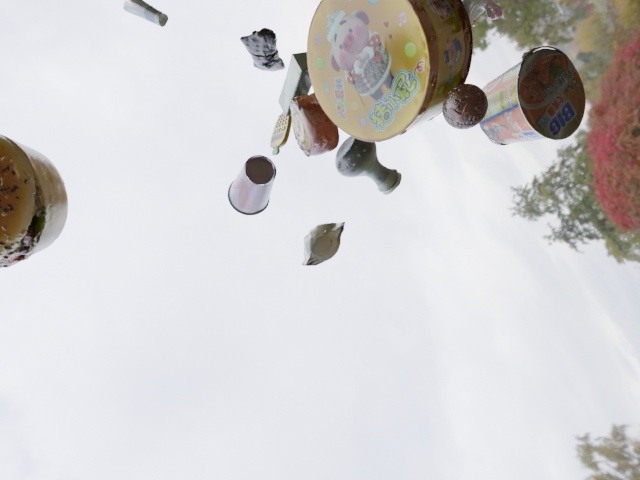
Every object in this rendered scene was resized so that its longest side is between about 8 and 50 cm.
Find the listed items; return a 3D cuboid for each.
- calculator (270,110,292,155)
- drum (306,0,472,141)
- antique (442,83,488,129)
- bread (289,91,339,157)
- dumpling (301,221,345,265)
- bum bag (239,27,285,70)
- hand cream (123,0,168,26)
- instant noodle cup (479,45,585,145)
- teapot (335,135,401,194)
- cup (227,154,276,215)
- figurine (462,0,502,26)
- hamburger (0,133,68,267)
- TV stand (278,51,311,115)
[{"bbox_3d":[-0.187,-0.512,1.995,0.032,0.146,0.235,17,-100,-34],"label":"calculator"},{"bbox_3d":[0.176,-0.496,1.155,0.214,0.431,0.431,-33,-89,-37],"label":"drum"},{"bbox_3d":[0.324,-0.302,0.947,0.104,0.104,0.104,28,-134,-34],"label":"antique"},{"bbox_3d":[-0.024,-0.410,1.462,0.190,0.123,0.244,60,169,26],"label":"bread"},{"bbox_3d":[0.000,0.000,1.308,0.108,0.188,0.127,40,-176,-26],"label":"dumpling"},{"bbox_3d":[-0.234,-0.774,1.736,0.340,0.144,0.095,-35,-57,-88],"label":"bum bag"},{"bbox_3d":[-0.733,-0.959,1.749,0.255,0.079,0.048,35,-176,23],"label":"hand cream"},{"bbox_3d":[0.674,-0.448,1.383,0.296,0.214,0.296,1,-92,-21],"label":"instant noodle cup"},{"bbox_3d":[0.186,-0.285,1.600,0.251,0.183,0.183,32,-136,-25],"label":"teapot"},{"bbox_3d":[-0.286,-0.246,1.809,0.203,0.288,0.203,5,-106,-18],"label":"cup"},{"bbox_3d":[0.399,-0.674,1.121,0.206,0.315,0.284,38,-107,-25],"label":"figurine"},{"bbox_3d":[-0.711,-0.083,0.915,0.300,0.300,0.176,60,-165,2],"label":"hamburger"},{"bbox_3d":[-0.097,-0.637,1.727,0.082,0.269,0.088,-20,-105,-26],"label":"TV stand"}]
